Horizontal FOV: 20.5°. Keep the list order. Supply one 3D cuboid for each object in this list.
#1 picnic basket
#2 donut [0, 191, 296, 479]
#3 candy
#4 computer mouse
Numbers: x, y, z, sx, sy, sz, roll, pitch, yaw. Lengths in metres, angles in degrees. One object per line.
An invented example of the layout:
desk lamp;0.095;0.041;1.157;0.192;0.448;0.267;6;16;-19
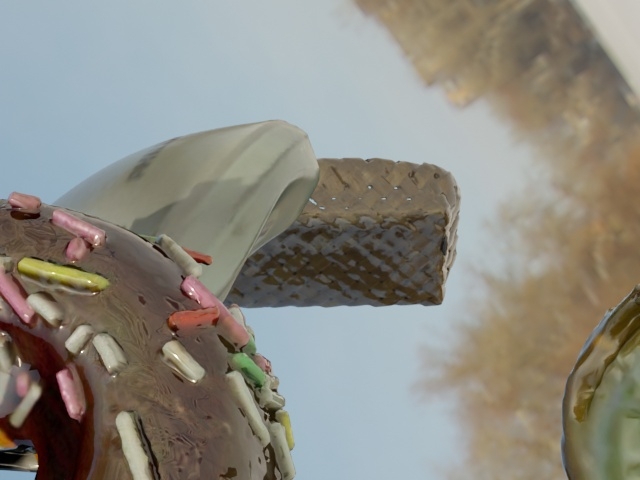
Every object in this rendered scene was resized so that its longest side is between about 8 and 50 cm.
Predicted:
picnic basket;0.000;0.000;1.199;0.055;0.193;0.110;-96;5;-50
donut;-0.140;0.095;0.691;0.103;0.269;0.270;76;169;-55
candy;0.284;0.135;1.184;0.118;0.260;0.260;-8;-119;-53
computer mouse;-0.140;0.023;1.023;0.095;0.331;0.197;57;-148;-7
